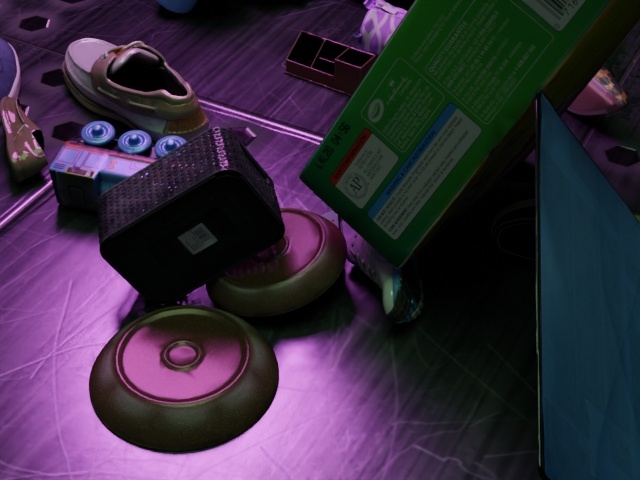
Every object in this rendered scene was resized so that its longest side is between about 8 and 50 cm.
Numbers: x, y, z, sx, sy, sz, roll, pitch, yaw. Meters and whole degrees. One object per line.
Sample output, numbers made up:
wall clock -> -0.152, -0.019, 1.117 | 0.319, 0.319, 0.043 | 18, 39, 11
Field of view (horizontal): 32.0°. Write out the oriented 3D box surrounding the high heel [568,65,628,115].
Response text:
high heel -> 0.399, -0.263, 1.569 | 0.186, 0.093, 0.261 | -23, 36, -16

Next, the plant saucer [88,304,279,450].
plant saucer -> -0.142, 0.129, 1.156 | 0.198, 0.036, 0.198 | 0, 40, 0

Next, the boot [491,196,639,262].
boot -> 0.300, 0.042, 1.225 | 0.236, 0.085, 0.178 | 9, 43, 9

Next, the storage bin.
storage bin -> -0.143, -0.025, 1.225 | 0.180, 0.122, 0.084 | -29, 40, 12

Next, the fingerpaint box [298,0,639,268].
fingerpaint box -> 0.219, -0.228, 1.199 | 0.163, 0.445, 0.371 | 43, 39, 9

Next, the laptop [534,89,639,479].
laptop -> 0.378, 0.098, 0.984 | 0.408, 0.236, 0.382 | 5, 55, 4

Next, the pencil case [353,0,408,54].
pencil case -> 0.157, -0.296, 1.616 | 0.206, 0.088, 0.086 | 16, 45, 16

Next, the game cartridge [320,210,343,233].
game cartridge -> 0.000, 0.000, 1.306 | 0.056, 0.017, 0.083 | -26, 36, 17

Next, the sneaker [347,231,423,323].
sneaker -> 0.070, 0.026, 1.268 | 0.083, 0.071, 0.191 | -14, 39, 14

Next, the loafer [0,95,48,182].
loafer -> -0.385, -0.133, 1.449 | 0.050, 0.056, 0.148 | -11, 52, -14

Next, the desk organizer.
desk organizer -> 0.014, -0.252, 1.591 | 0.130, 0.050, 0.047 | 23, 45, 24

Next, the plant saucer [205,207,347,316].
plant saucer -> -0.054, 0.016, 1.264 | 0.168, 0.029, 0.168 | -10, 41, 8

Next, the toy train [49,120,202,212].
toy train -> -0.238, -0.081, 1.373 | 0.184, 0.080, 0.105 | 12, 51, 10

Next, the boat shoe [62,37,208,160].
boat shoe -> -0.249, -0.216, 1.505 | 0.113, 0.103, 0.302 | -30, 49, -31

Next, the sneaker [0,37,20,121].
sneaker -> -0.498, -0.204, 1.455 | 0.131, 0.148, 0.350 | 6, 41, 7

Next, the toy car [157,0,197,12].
toy car -> -0.103, -0.445, 1.745 | 0.238, 0.219, 0.210 | 27, 39, -13
